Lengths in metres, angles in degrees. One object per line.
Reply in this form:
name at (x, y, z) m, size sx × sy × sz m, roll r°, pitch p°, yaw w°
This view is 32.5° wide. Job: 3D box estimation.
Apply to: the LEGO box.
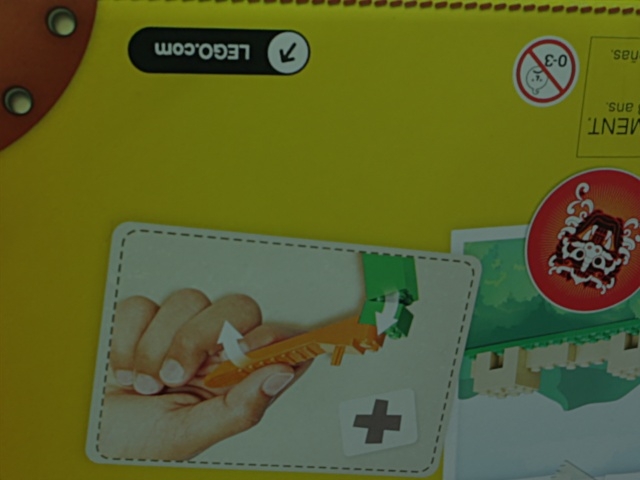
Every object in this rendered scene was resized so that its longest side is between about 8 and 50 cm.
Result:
LEGO box at (0.089, 0.066, 0.481) m, size 0.501 × 0.193 × 0.372 m, roll -1°, pitch 108°, yaw -13°
